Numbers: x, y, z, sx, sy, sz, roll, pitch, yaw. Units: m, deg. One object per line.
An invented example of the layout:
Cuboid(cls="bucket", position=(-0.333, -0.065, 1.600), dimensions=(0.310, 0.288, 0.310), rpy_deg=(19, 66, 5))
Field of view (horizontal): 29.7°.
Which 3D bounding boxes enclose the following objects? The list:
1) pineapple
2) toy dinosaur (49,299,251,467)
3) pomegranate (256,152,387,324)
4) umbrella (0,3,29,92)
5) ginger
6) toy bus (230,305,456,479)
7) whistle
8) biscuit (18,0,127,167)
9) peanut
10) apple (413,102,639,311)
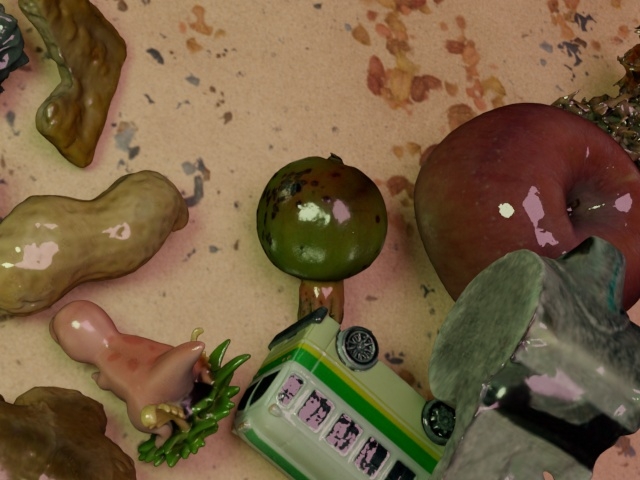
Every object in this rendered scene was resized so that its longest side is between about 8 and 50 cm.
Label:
Cuboid(cls="pineapple", position=(0.418, -0.155, 1.664), dimensions=(0.271, 0.262, 0.263), rpy_deg=(-27, 85, -11))
Cuboid(cls="toy dinosaur", position=(-0.174, 0.121, 1.249), dimensions=(0.152, 0.194, 0.177), rpy_deg=(-48, 119, -25))
Cuboid(cls="pomegranate", position=(0.000, 0.000, 1.401), dimensions=(0.159, 0.159, 0.205), rpy_deg=(-3, 98, -30))
Cuboid(cls="umbrella", position=(-0.410, -0.164, 1.256), dimensions=(0.143, 0.094, 0.349), rpy_deg=(44, 59, -36))
Cuboid(cls="ginger", position=(-0.299, 0.210, 1.162), dimensions=(0.270, 0.123, 0.219), rpy_deg=(41, 39, -1))
Cuboid(cls="toy bus", position=(0.044, 0.223, 1.340), dimensions=(0.276, 0.133, 0.165), rpy_deg=(42, 57, -8))
Cuboid(cls="whistle", position=(0.215, 0.187, 1.257), dimensions=(0.168, 0.188, 0.405), rpy_deg=(33, 56, -18))
Cuboid(cls="biscuit", position=(-0.282, -0.192, 1.325), dimensions=(0.174, 0.039, 0.183), rpy_deg=(47, 47, -54))
Cuboid(cls="peanut", position=(-0.250, -0.003, 1.281), dimensions=(0.263, 0.101, 0.117), rpy_deg=(-20, 99, -33))
Cuboid(cls="apple", position=(0.260, -0.017, 1.489), dimensions=(0.305, 0.235, 0.306), rpy_deg=(9, 71, -26))
